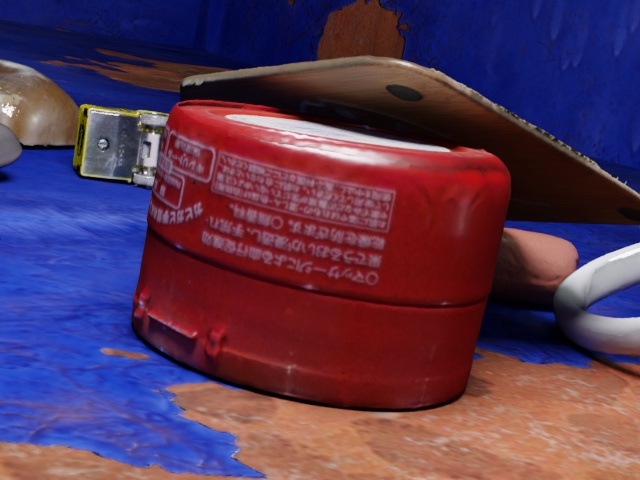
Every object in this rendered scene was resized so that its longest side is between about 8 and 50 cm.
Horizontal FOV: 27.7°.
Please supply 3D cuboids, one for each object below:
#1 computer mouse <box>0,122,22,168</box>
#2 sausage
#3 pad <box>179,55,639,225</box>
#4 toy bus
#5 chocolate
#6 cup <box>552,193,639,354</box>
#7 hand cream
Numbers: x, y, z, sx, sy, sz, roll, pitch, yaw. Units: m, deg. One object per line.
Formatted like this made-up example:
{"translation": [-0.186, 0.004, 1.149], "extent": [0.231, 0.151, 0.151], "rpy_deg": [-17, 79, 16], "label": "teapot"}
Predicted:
{"translation": [-0.361, -0.086, 1.117], "extent": [0.120, 0.057, 0.232], "rpy_deg": [17, 9, 26], "label": "computer mouse"}
{"translation": [0.145, 0.018, 1.092], "extent": [0.154, 0.062, 0.062], "rpy_deg": [8, 11, -17], "label": "sausage"}
{"translation": [0.069, -0.067, 0.960], "extent": [0.284, 0.018, 0.286], "rpy_deg": [25, -13, -35], "label": "pad"}
{"translation": [-0.138, -0.089, 1.333], "extent": [0.226, 0.081, 0.074], "rpy_deg": [3, 8, -25], "label": "toy bus"}
{"translation": [-0.393, -0.169, 1.454], "extent": [0.254, 0.080, 0.157], "rpy_deg": [16, 12, 24], "label": "chocolate"}
{"translation": [0.353, 0.010, 0.972], "extent": [0.356, 0.259, 0.274], "rpy_deg": [-20, 11, 2], "label": "cup"}
{"translation": [0.000, 0.000, 0.810], "extent": [0.230, 0.149, 0.230], "rpy_deg": [8, 11, -2], "label": "hand cream"}
